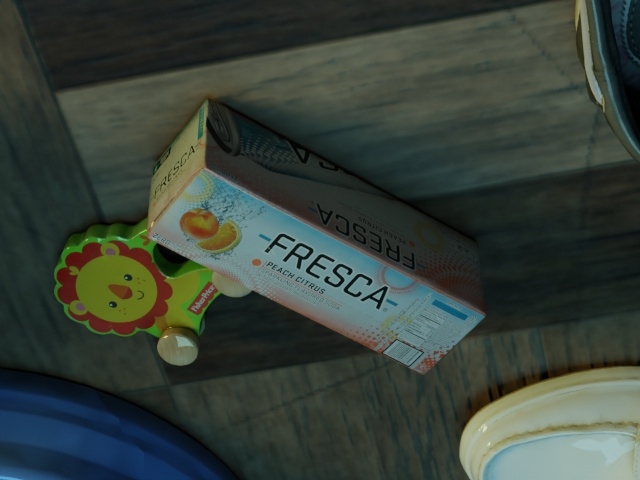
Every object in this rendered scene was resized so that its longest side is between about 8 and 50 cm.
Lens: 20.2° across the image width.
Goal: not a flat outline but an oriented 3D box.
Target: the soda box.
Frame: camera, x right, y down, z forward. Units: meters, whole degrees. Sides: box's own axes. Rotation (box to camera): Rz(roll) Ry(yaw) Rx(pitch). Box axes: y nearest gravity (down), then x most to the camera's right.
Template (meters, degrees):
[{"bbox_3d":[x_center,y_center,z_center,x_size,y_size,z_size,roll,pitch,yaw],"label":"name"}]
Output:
[{"bbox_3d":[0.000,0.000,0.959,0.183,0.063,0.058,28,125,-23],"label":"soda box"}]

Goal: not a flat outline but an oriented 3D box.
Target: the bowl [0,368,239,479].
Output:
[{"bbox_3d":[-0.221,0.244,1.161,0.391,0.077,0.391,0,131,0],"label":"bowl"}]

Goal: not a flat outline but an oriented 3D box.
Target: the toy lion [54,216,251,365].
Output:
[{"bbox_3d":[-0.096,0.020,1.000,0.096,0.034,0.100,31,124,-15],"label":"toy lion"}]

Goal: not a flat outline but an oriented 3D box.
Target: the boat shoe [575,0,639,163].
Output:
[{"bbox_3d":[0.166,-0.178,0.784,0.112,0.095,0.335,-2,131,1],"label":"boat shoe"}]

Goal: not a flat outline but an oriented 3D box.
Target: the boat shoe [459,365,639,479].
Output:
[{"bbox_3d":[0.222,0.139,1.059,0.277,0.096,0.098,-1,131,1],"label":"boat shoe"}]
